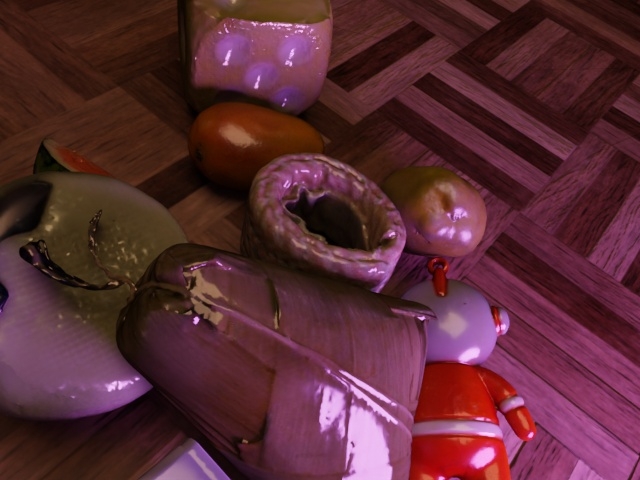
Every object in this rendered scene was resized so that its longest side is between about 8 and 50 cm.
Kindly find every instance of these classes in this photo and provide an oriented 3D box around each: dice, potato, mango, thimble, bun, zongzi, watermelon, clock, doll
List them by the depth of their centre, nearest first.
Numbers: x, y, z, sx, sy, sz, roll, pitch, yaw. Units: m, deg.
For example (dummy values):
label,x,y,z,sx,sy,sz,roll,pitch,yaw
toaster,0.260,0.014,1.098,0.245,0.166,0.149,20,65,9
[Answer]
label,x,y,z,sx,sy,sz,roll,pitch,yaw
clock,-0.110,0.284,0.544,0.144,0.193,0.073,42,54,17
zongzi,-0.079,0.184,0.563,0.447,0.181,0.418,19,62,-31
bun,-0.287,0.064,0.669,0.283,0.179,0.283,16,64,-35
doll,0.160,0.169,0.752,0.199,0.105,0.336,-6,57,11
thimble,-0.001,-0.006,0.821,0.229,0.148,0.196,29,49,8
watermelon,-0.334,-0.077,0.849,0.245,0.063,0.119,31,22,11
potato,0.163,-0.046,0.877,0.154,0.200,0.137,-7,99,-4
mango,-0.097,-0.145,0.918,0.221,0.120,0.152,8,50,-17
dice,-0.121,-0.350,0.999,0.233,0.227,0.238,-4,55,-17
